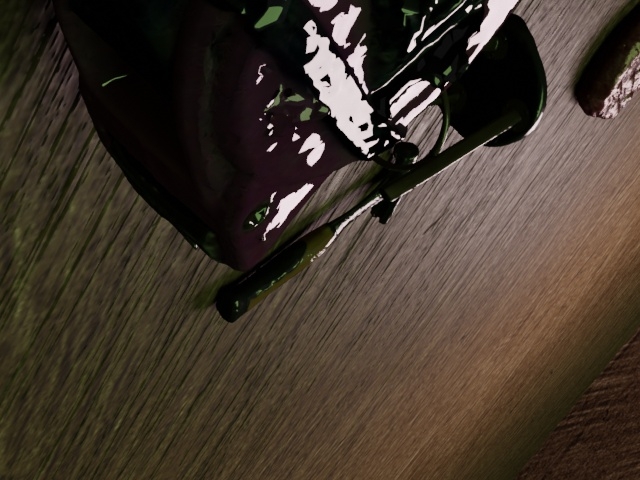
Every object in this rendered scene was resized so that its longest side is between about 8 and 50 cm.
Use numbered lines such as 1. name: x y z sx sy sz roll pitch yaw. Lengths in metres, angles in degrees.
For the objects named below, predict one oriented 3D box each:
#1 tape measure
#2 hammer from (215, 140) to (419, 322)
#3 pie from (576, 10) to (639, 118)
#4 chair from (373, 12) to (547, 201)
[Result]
1. tape measure: 0.005 -0.122 0.495 0.231 0.149 0.245 -41 160 -13
2. hammer: 0.000 0.000 0.911 0.201 0.021 0.078 -38 158 -26
3. pie: 0.319 -0.186 1.210 0.154 0.036 0.154 -42 160 -19
4. chair: 0.076 -0.089 0.790 0.221 0.095 0.104 -26 163 -48
